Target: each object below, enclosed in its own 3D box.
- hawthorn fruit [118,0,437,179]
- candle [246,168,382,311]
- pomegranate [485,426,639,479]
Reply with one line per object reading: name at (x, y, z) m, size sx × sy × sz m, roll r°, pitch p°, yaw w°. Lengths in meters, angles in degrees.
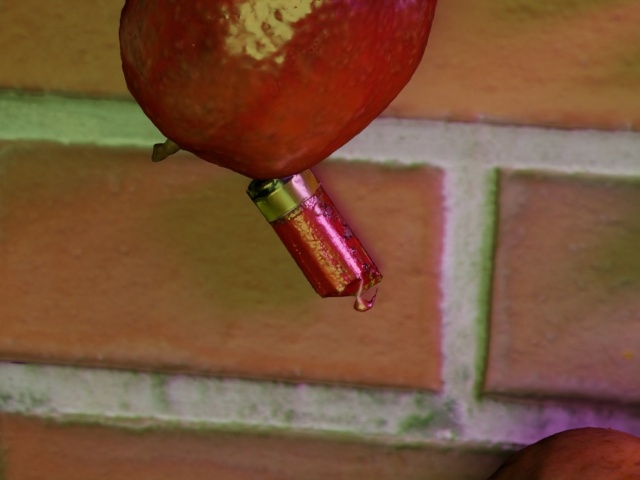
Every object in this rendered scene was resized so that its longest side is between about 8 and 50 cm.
hawthorn fruit at (-0.041, -0.135, 1.268) m, size 0.205 × 0.205 × 0.253 m, roll 33°, pitch 119°, yaw -4°
candle at (0.000, 0.000, 1.382) m, size 0.052 × 0.052 × 0.131 m, roll -32°, pitch 103°, yaw 17°
pomegranate at (0.217, 0.276, 1.341) m, size 0.281 × 0.281 × 0.281 m, roll 3°, pitch 110°, yaw 7°
